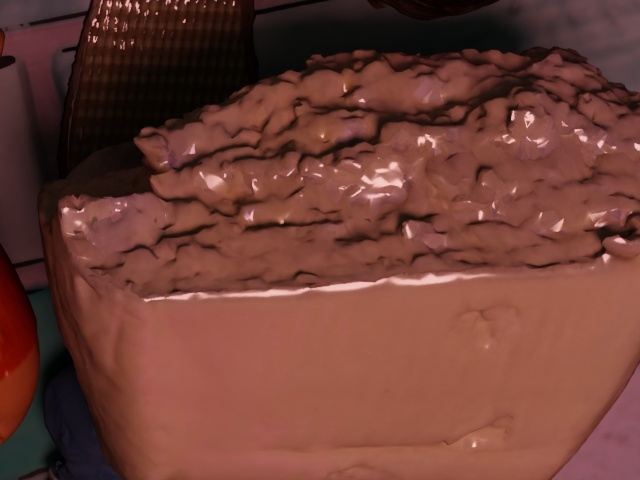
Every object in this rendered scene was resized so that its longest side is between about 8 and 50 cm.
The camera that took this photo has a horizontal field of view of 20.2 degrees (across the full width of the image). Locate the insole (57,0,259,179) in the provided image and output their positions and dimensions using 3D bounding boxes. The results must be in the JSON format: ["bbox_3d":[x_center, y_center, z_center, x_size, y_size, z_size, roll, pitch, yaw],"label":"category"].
[{"bbox_3d":[-0.059,-0.092,0.739,0.086,0.005,0.253,4,109,-15],"label":"insole"}]

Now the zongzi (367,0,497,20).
[{"bbox_3d":[0.071,-0.257,0.652,0.286,0.134,0.288,-32,100,5],"label":"zongzi"}]

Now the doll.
[{"bbox_3d":[-0.083,0.084,0.778,0.076,0.050,0.083,-9,110,-14],"label":"doll"}]

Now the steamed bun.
[{"bbox_3d":[0.000,0.000,0.696,0.225,0.170,0.200,1,139,-16],"label":"steamed bun"}]

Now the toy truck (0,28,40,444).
[{"bbox_3d":[-0.228,0.011,0.649,0.264,0.189,0.239,-17,103,-7],"label":"toy truck"}]
